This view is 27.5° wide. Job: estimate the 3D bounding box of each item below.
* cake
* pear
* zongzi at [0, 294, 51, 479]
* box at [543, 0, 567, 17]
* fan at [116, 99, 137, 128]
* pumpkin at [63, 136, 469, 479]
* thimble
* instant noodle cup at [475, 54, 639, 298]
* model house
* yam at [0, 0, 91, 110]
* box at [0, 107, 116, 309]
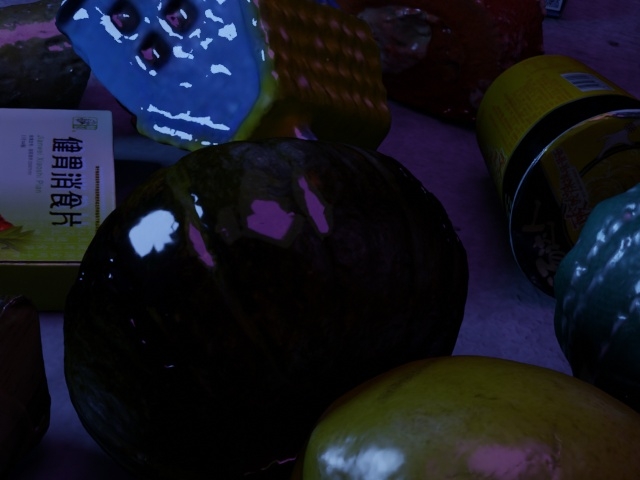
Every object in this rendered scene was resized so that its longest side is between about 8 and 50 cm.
[{"bbox_3d":[0.128,-0.260,1.543,0.283,0.177,0.151,25,39,23],"label":"cake"},{"bbox_3d":[0.127,0.203,0.867,0.307,0.253,0.253,19,36,-6],"label":"pear"},{"bbox_3d":[-0.362,0.152,0.923,0.274,0.145,0.300,9,42,7],"label":"zongzi"},{"bbox_3d":[0.219,-0.393,1.832,0.259,0.071,0.168,9,36,2],"label":"box"},{"bbox_3d":[-0.180,-0.189,1.526,0.152,0.008,0.227,-14,43,-27],"label":"fan"},{"bbox_3d":[-0.037,0.057,0.974,0.320,0.320,0.192,-13,53,-27],"label":"pumpkin"},{"bbox_3d":[0.342,0.066,1.078,0.288,0.254,0.167,-3,39,-17],"label":"thimble"},{"bbox_3d":[0.260,-0.081,1.323,0.215,0.215,0.236,0,30,-12],"label":"instant noodle cup"},{"bbox_3d":[-0.077,-0.175,1.303,0.303,0.215,0.237,52,22,22],"label":"model house"},{"bbox_3d":[-0.391,-0.173,1.366,0.330,0.133,0.133,-11,40,-19],"label":"yam"},{"bbox_3d":[-0.285,-0.036,1.251,0.175,0.062,0.260,1,36,-11],"label":"box"}]
